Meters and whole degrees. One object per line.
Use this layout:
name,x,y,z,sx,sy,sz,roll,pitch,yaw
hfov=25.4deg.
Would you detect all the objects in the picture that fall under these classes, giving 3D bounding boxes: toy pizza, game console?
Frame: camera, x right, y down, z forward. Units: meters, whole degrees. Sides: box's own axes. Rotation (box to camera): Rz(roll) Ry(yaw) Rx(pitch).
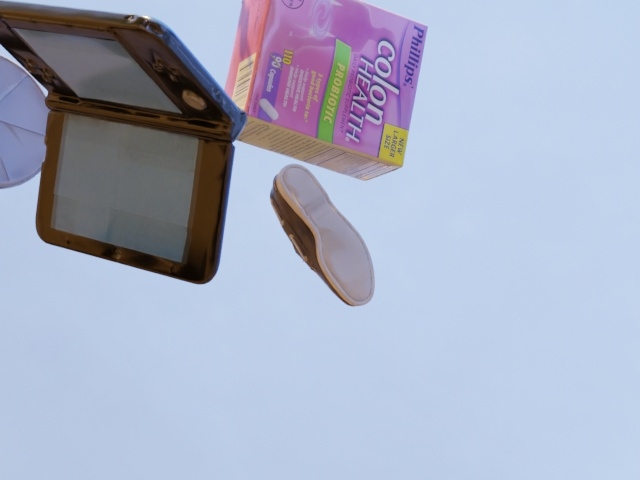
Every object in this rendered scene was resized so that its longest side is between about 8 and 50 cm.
toy pizza,-0.441,-0.157,1.843,0.201,0.201,0.032,52,-40,-5
game console,-0.240,-0.108,1.498,0.293,0.173,0.250,12,-24,37

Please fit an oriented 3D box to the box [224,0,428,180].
box,0.003,-0.223,1.960,0.243,0.213,0.117,17,-15,-23

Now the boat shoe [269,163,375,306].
boat shoe,0.000,0.000,1.830,0.206,0.075,0.065,59,-34,9
